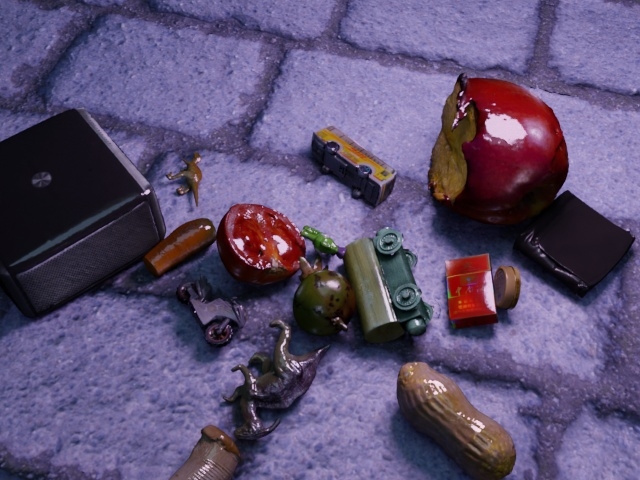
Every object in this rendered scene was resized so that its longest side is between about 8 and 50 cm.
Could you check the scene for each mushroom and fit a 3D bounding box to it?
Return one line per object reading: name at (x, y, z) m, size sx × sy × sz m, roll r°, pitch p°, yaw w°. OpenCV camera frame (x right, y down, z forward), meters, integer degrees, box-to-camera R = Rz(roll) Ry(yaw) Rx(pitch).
mushroom at (-0.272, 0.535, 1.614) m, size 0.122 × 0.095 × 0.351 m, roll 28°, pitch 58°, yaw -1°

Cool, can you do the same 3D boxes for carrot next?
carrot at (-0.350, 0.011, 2.018) m, size 0.193 × 0.087 × 0.087 m, roll -30°, pitch 58°, yaw -18°

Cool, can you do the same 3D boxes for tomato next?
tomato at (-0.163, 0.022, 1.976) m, size 0.233 × 0.139 × 0.200 m, roll 9°, pitch 52°, yaw -37°

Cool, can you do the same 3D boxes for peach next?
peach at (0.425, -0.233, 2.056) m, size 0.353 × 0.339 × 0.416 m, roll -12°, pitch 48°, yaw -35°

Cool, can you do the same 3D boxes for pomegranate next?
pomegranate at (0.011, 0.127, 1.891) m, size 0.156 × 0.156 × 0.220 m, roll 3°, pitch 37°, yaw 3°

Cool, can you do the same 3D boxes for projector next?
projector at (-0.651, -0.071, 1.985) m, size 0.405 × 0.242 × 0.395 m, roll -33°, pitch 62°, yaw -21°

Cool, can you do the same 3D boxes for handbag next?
handbag at (0.631, 0.010, 2.024) m, size 0.223 × 0.080 × 0.247 m, roll 41°, pitch 60°, yaw 19°

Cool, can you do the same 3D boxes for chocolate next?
chocolate at (0.277, 0.382, 1.707) m, size 0.134 × 0.134 × 0.309 m, roll -36°, pitch 64°, yaw -24°

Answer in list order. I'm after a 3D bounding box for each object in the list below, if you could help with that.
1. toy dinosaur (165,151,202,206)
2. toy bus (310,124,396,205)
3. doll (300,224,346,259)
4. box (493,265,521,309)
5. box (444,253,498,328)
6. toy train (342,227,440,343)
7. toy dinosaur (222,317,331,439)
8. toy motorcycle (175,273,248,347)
toy dinosaur at (-0.335, -0.166, 2.181) m, size 0.126 × 0.039 × 0.162 m, roll -38°, pitch 62°, yaw -27°
toy bus at (0.087, -0.206, 2.182) m, size 0.106 × 0.092 × 0.268 m, roll -31°, pitch 58°, yaw -33°
doll at (0.000, 0.000, 1.990) m, size 0.115 × 0.190 × 0.050 m, roll 34°, pitch 93°, yaw -11°
box at (0.441, 0.112, 1.922) m, size 0.037 × 0.105 × 0.105 m, roll 6°, pitch 52°, yaw -7°
box at (0.360, 0.120, 1.935) m, size 0.112 × 0.048 × 0.175 m, roll -11°, pitch 51°, yaw 14°
toy train at (0.159, 0.113, 1.935) m, size 0.189 × 0.126 × 0.307 m, roll -29°, pitch 52°, yaw 18°
toy dinosaur at (-0.108, 0.309, 1.799) m, size 0.162 × 0.077 × 0.294 m, roll 35°, pitch 74°, yaw 19°
toy motorcycle at (-0.252, 0.155, 1.910) m, size 0.122 × 0.080 × 0.215 m, roll -27°, pitch 53°, yaw -19°
